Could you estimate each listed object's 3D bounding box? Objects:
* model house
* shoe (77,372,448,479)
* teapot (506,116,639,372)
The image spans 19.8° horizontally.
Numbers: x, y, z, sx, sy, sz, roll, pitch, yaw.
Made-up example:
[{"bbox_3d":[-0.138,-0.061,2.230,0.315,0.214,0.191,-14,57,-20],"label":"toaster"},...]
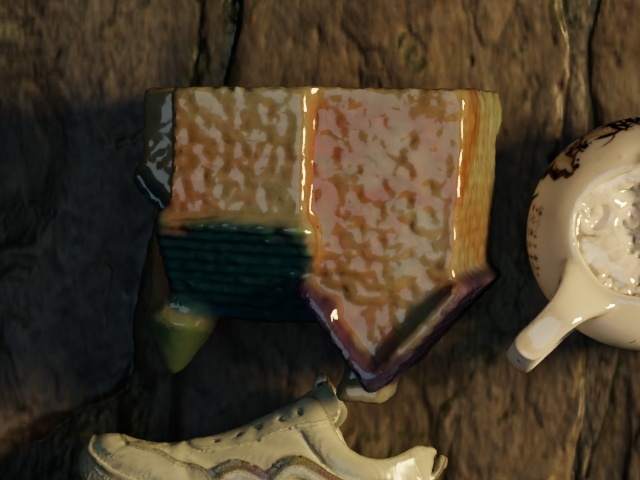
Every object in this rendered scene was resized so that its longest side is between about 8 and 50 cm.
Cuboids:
[{"bbox_3d":[0.000,0.000,1.659,0.312,0.245,0.280,2,95,12],"label":"model house"},{"bbox_3d":[-0.048,0.217,1.709,0.342,0.132,0.210,22,81,13],"label":"shoe"},{"bbox_3d":[0.280,0.009,1.643,0.208,0.166,0.299,42,85,-1],"label":"teapot"}]
